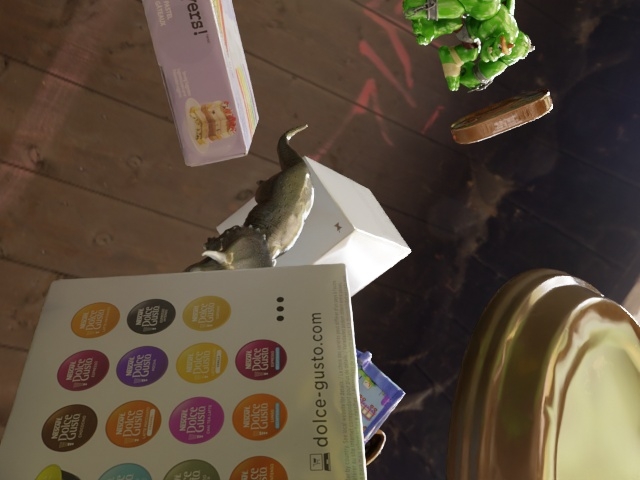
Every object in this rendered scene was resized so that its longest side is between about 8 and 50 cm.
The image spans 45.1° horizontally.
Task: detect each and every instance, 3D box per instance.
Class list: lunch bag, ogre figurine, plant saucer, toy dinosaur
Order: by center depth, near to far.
[{"bbox_3d":[0.164,0.152,0.457,0.278,0.041,0.278,16,-111,-47],"label":"plant saucer"},{"bbox_3d":[0.202,-0.276,1.027,0.118,0.097,0.197,-16,-52,33],"label":"ogre figurine"},{"bbox_3d":[-0.063,-0.029,1.037,0.121,0.160,0.313,45,-116,-16],"label":"toy dinosaur"},{"bbox_3d":[0.035,0.317,1.616,0.138,0.221,0.293,-34,-19,-40],"label":"lunch bag"}]

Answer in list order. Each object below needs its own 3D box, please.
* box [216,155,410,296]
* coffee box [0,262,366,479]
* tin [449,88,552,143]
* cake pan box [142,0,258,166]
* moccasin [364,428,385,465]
[{"bbox_3d":[0.000,0.000,1.469,0.215,0.168,0.345,-38,-19,14],"label":"box"},{"bbox_3d":[-0.123,0.267,0.830,0.334,0.338,0.338,-3,-48,0],"label":"coffee box"},{"bbox_3d":[0.333,-0.228,1.420,0.189,0.106,0.040,-21,-78,10],"label":"tin"},{"bbox_3d":[-0.127,-0.229,0.794,0.070,0.246,0.267,-12,-75,0],"label":"cake pan box"},{"bbox_3d":[0.000,0.560,1.835,0.380,0.147,0.139,-22,-80,-32],"label":"moccasin"}]
